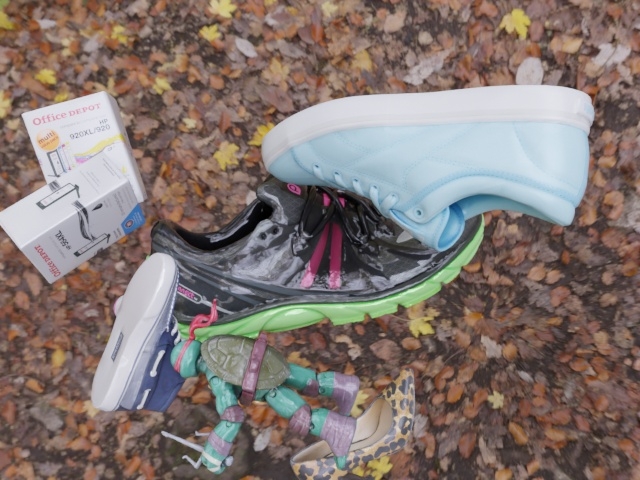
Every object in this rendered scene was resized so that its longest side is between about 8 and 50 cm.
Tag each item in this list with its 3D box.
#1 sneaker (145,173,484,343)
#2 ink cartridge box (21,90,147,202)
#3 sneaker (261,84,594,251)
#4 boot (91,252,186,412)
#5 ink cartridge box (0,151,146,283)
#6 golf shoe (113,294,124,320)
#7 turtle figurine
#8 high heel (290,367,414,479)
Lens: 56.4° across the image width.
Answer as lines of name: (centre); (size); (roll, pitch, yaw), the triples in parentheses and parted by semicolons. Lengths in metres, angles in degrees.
sneaker: (0.000, 0.000, 0.804); (0.482, 0.185, 0.202); (-13, 105, -11)
ink cartridge box: (-0.485, -0.172, 1.254); (0.171, 0.168, 0.233); (-18, 100, -11)
sneaker: (0.086, -0.065, 0.629); (0.366, 0.135, 0.150); (-1, 79, 33)
boot: (-0.177, 0.105, 0.656); (0.069, 0.086, 0.190); (44, 111, 49)
ink cartridge box: (-0.424, -0.036, 1.035); (0.203, 0.148, 0.086); (-38, 71, -20)
golf shoe: (-0.294, 0.147, 1.028); (0.140, 0.306, 0.115); (24, 78, -13)
turtle figurine: (-0.078, 0.157, 0.636); (0.234, 0.175, 0.118); (17, 130, 0)
high heel: (0.064, 0.335, 1.082); (0.186, 0.093, 0.261); (25, 87, -27)
